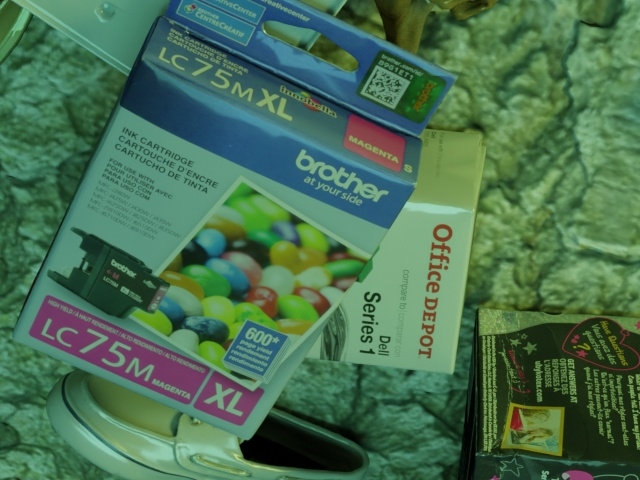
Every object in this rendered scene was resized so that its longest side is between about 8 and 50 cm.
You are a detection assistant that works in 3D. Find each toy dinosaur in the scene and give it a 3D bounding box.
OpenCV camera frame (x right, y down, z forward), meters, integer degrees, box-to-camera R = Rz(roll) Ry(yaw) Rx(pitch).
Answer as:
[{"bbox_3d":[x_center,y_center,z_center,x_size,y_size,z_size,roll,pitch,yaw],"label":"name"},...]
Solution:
[{"bbox_3d":[0.056,-0.157,0.921,0.112,0.064,0.212,4,119,20],"label":"toy dinosaur"}]

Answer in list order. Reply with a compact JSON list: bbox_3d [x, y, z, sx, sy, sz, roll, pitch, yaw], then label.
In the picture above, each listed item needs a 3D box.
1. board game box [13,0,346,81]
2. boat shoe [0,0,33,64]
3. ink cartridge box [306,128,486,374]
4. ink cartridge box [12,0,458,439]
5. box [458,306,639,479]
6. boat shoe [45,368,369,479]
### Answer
[{"bbox_3d":[-0.108,-0.297,0.802,0.390,0.050,0.390,33,126,-11],"label":"board game box"},{"bbox_3d":[-0.237,-0.140,0.973,0.048,0.056,0.153,34,133,-24],"label":"boat shoe"},{"bbox_3d":[0.000,0.000,1.026,0.219,0.093,0.160,6,129,5],"label":"ink cartridge box"},{"bbox_3d":[-0.063,-0.015,0.928,0.185,0.065,0.311,25,125,-10],"label":"ink cartridge box"},{"bbox_3d":[0.180,0.194,1.114,0.142,0.163,0.247,4,129,3],"label":"box"},{"bbox_3d":[-0.086,0.156,1.169,0.267,0.096,0.088,27,124,-15],"label":"boat shoe"}]
